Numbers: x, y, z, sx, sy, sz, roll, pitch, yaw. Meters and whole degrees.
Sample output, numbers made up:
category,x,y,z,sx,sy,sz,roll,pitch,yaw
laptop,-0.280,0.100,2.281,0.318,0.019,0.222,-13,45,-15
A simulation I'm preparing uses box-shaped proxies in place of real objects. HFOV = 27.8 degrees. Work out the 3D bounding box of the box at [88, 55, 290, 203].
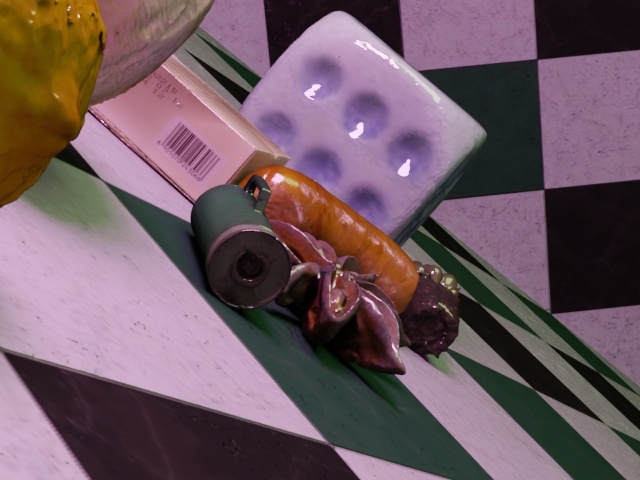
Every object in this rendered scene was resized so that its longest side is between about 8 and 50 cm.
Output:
category,x,y,z,sx,sy,sz,roll,pitch,yaw
box,-0.154,-0.131,1.452,0.212,0.095,0.168,42,10,9

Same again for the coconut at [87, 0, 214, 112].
category,x,y,z,sx,sy,sz,roll,pitch,yaw
coconut,-0.223,-0.227,1.013,0.297,0.297,0.254,-122,-171,-65

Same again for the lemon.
category,x,y,z,sx,sy,sz,roll,pitch,yaw
lemon,-0.222,-0.112,0.693,0.231,0.192,0.192,32,7,9

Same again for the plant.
category,x,y,z,sx,sy,sz,roll,pitch,yaw
plant,0.130,0.086,1.617,0.092,0.094,0.143,24,23,-11

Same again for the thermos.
category,x,y,z,sx,sy,sz,roll,pitch,yaw
thermos,-0.080,-0.009,1.187,0.073,0.083,0.187,-6,20,-11

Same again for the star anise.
category,x,y,z,sx,sy,sz,roll,pitch,yaw
star anise,0.015,0.058,1.277,0.197,0.073,0.212,32,14,-28

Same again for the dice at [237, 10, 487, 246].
category,x,y,z,sx,sy,sz,roll,pitch,yaw
dice,0.043,-0.127,1.728,0.268,0.264,0.262,42,8,7

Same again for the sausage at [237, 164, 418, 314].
category,x,y,z,sx,sy,sz,roll,pitch,yaw
sausage,0.001,-0.002,1.440,0.270,0.109,0.109,34,10,-43
